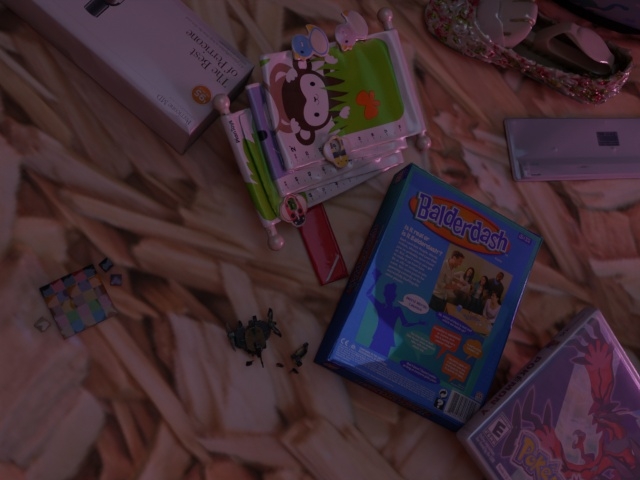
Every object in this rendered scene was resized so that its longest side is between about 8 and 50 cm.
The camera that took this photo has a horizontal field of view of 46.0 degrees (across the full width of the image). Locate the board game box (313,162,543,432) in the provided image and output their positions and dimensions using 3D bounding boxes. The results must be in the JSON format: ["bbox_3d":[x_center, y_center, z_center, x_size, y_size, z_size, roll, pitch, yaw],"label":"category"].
[{"bbox_3d":[0.108,0.055,0.725,0.160,0.047,0.210,29,72,-11],"label":"board game box"}]

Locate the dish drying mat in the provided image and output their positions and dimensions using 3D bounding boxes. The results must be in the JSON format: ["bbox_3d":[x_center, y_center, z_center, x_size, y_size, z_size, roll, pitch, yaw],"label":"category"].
[{"bbox_3d":[0.000,0.000,0.727,0.032,0.008,0.083,-18,83,-19],"label":"dish drying mat"}]

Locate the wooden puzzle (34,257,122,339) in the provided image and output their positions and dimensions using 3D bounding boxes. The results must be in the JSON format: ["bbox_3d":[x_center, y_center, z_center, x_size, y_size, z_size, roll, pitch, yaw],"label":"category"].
[{"bbox_3d":[-0.208,0.052,0.652,0.083,0.006,0.049,-26,86,-21],"label":"wooden puzzle"}]

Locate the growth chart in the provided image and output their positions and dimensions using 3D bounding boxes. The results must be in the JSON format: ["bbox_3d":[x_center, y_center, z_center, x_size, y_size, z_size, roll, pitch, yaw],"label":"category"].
[{"bbox_3d":[0.008,-0.119,0.723,0.237,0.021,0.172,-32,104,-28],"label":"growth chart"}]

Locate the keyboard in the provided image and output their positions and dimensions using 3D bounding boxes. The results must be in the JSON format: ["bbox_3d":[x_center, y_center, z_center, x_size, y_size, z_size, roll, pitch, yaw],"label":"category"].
[{"bbox_3d":[0.325,-0.105,0.851,0.256,0.014,0.072,-3,73,-18],"label":"keyboard"}]

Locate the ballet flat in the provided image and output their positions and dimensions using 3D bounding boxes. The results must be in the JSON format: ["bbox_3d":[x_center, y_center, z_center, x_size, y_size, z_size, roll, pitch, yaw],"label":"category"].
[{"bbox_3d":[0.233,-0.222,0.814,0.241,0.077,0.091,18,74,-12],"label":"ballet flat"}]

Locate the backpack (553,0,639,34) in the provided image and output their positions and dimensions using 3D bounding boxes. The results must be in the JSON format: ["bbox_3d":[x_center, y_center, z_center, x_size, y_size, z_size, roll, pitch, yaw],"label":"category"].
[{"bbox_3d":[0.354,-0.328,0.728,0.290,0.355,0.273,22,73,-12],"label":"backpack"}]

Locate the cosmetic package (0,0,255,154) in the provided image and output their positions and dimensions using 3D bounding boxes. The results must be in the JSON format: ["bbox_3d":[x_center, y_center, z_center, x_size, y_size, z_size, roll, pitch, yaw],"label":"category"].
[{"bbox_3d":[-0.184,-0.197,0.689,0.239,0.060,0.099,40,71,-5],"label":"cosmetic package"}]

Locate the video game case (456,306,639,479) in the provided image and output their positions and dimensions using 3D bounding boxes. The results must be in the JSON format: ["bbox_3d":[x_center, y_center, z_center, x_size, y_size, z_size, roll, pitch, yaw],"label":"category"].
[{"bbox_3d":[0.246,0.197,0.715,0.183,0.023,0.201,-40,105,-15],"label":"video game case"}]

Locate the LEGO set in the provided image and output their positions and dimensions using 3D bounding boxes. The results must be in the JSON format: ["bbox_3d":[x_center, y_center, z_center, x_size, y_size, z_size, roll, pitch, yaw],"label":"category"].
[{"bbox_3d":[-0.052,0.093,0.686,0.083,0.023,0.054,46,71,-17],"label":"LEGO set"}]
